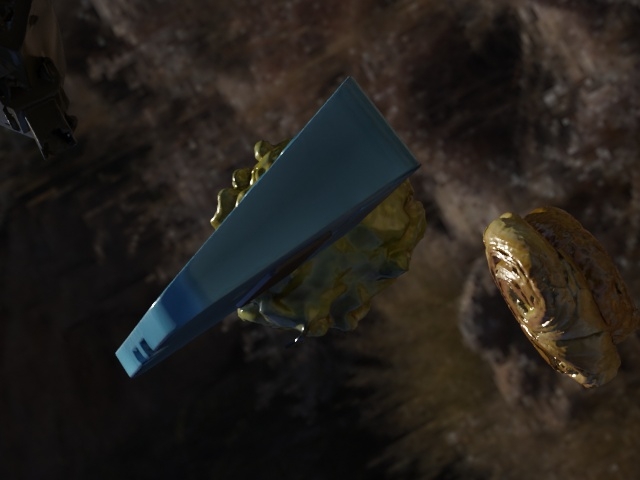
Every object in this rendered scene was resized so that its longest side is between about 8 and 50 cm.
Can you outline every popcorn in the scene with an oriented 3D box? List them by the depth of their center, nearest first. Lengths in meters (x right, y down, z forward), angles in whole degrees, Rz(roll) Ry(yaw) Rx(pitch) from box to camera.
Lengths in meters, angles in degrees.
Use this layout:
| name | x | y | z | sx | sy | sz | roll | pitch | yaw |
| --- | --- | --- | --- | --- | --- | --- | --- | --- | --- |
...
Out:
| name | x | y | z | sx | sy | sz | roll | pitch | yaw |
| --- | --- | --- | --- | --- | --- | --- | --- | --- | --- |
| popcorn | -0.002 | 0.003 | 1.716 | 0.225 | 0.249 | 0.249 | -96 | -17 | -45 |

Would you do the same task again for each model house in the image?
| name | x | y | z | sx | sy | sz | roll | pitch | yaw |
| --- | --- | --- | --- | --- | --- | --- | --- | --- | --- |
| model house | -0.383 | -0.192 | 1.819 | 0.243 | 0.204 | 0.211 | 57 | 167 | 22 |

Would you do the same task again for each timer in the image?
| name | x | y | z | sx | sy | sz | roll | pitch | yaw |
| --- | --- | --- | --- | --- | --- | --- | --- | --- | --- |
| timer | -0.060 | -0.001 | 1.226 | 0.091 | 0.250 | 0.232 | 51 | 156 | 1 |

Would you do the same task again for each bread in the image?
| name | x | y | z | sx | sy | sz | roll | pitch | yaw |
| --- | --- | --- | --- | --- | --- | --- | --- | --- | --- |
| bread | 0.287 | 0.062 | 1.841 | 0.198 | 0.120 | 0.236 | 50 | 173 | 47 |
